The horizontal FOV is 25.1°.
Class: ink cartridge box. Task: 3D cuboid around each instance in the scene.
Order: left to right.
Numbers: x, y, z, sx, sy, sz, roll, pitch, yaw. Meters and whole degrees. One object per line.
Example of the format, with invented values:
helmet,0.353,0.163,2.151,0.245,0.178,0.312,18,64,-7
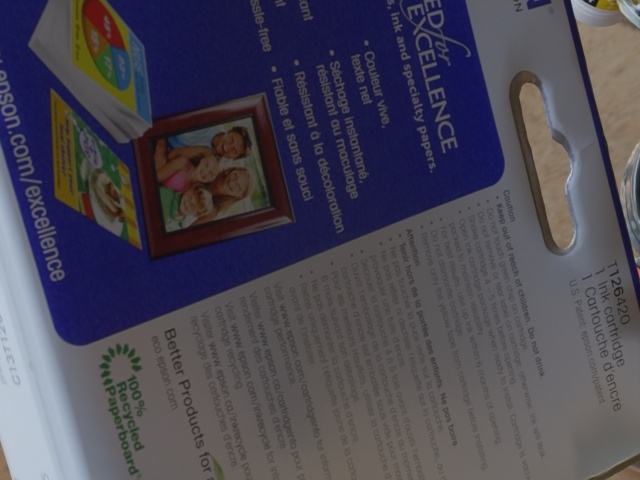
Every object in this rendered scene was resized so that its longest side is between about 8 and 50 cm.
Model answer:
ink cartridge box,0.000,0.000,0.605,0.307,0.072,0.304,-21,99,-38

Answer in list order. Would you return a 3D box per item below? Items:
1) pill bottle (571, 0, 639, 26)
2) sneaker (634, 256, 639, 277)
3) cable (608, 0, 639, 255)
pill bottle,0.363,-0.353,1.757,0.119,0.208,0.119,1,70,-3
sneaker,0.218,0.099,1.287,0.276,0.097,0.135,-12,50,13
cable,0.208,-0.115,0.823,0.139,0.072,0.287,-1,73,-16
